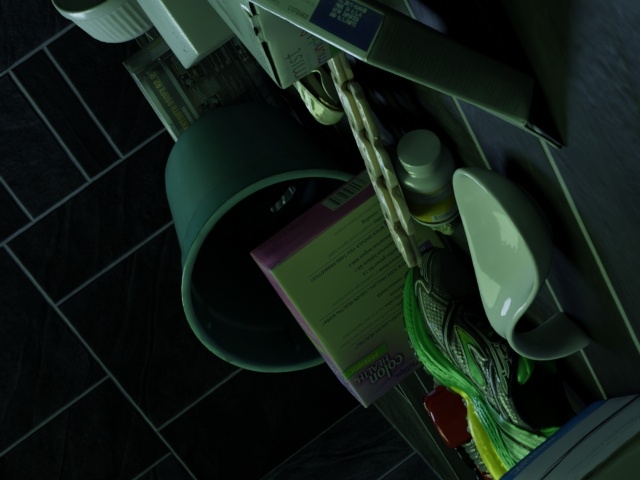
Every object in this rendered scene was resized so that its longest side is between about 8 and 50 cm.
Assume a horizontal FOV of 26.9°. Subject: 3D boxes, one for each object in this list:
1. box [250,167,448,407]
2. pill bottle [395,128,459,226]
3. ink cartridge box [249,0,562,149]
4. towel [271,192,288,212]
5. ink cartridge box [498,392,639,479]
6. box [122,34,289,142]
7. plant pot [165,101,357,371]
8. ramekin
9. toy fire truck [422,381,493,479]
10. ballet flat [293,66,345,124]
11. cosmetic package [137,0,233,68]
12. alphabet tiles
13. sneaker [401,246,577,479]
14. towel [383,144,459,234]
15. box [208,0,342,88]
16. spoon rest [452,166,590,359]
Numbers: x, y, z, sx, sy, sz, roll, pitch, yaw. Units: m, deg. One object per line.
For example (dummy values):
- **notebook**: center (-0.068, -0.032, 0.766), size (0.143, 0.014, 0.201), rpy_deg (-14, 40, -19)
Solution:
- **box**: center (0.066, 0.058, 1.813), size (0.243, 0.213, 0.117), rpy_deg (55, 173, -19)
- **pill bottle**: center (0.116, -0.069, 1.445), size (0.065, 0.065, 0.116), rpy_deg (50, 172, 31)
- **ink cartridge box**: center (0.071, -0.161, 1.108), size (0.224, 0.045, 0.223), rpy_deg (18, -168, -38)
- **towel**: center (-0.104, -0.097, 2.404), size (0.317, 0.053, 0.331), rpy_deg (-118, 14, -63)
- **ink cartridge box**: center (0.346, 0.307, 1.319), size (0.285, 0.166, 0.395), rpy_deg (53, 173, 7)
- **box**: center (-0.179, -0.242, 2.136), size (0.056, 0.183, 0.231), rpy_deg (46, 171, 51)
- **plant pot**: center (-0.081, -0.031, 2.047), size (0.341, 0.341, 0.334), rpy_deg (58, 180, -35)
- **ramekin**: center (-0.342, -0.432, 2.266), size (0.207, 0.207, 0.109), rpy_deg (48, 180, 44)
- **toy fire truck**: center (0.228, 0.318, 1.940), size (0.217, 0.158, 0.246), rpy_deg (55, -167, -6)
- **ballet flat**: center (-0.020, -0.226, 1.728), size (0.168, 0.057, 0.052), rpy_deg (51, 146, -10)
- **cosmetic package**: center (-0.180, -0.358, 1.739), size (0.224, 0.138, 0.225), rpy_deg (55, 175, -7)
- **alphabet tiles**: center (0.053, -0.111, 1.528), size (0.278, 0.021, 0.284), rpy_deg (-111, 0, -74)
- **sneaker**: center (0.225, 0.142, 1.665), size (0.343, 0.134, 0.146), rpy_deg (58, 140, 24)
- **towel**: center (0.116, -0.065, 1.639), size (0.110, 0.027, 0.148), rpy_deg (57, 174, -20)
- **box**: center (-0.076, -0.309, 1.284), size (0.231, 0.127, 0.262), rpy_deg (51, 173, 21)
- **spoon rest**: center (0.195, 0.034, 1.337), size (0.137, 0.084, 0.276), rpy_deg (47, 172, 46)
